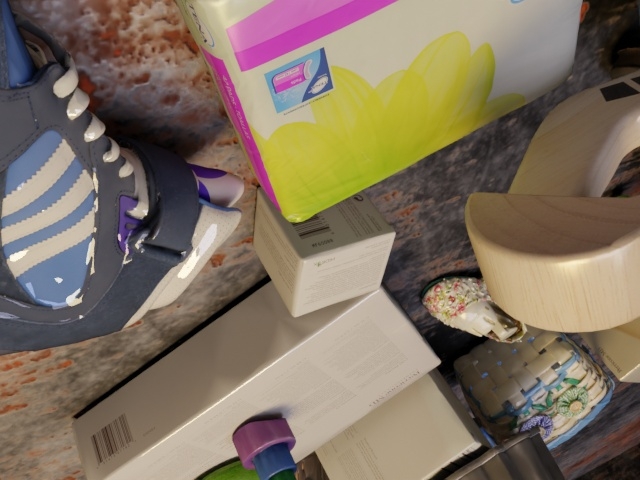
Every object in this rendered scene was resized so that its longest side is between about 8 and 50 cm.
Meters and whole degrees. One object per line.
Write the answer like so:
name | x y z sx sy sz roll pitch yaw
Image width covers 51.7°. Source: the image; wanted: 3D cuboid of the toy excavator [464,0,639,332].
toy excavator | 0.330 -0.143 0.537 0.446 0.432 0.222 -16 130 17

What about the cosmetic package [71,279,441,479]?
cosmetic package | -0.057 0.185 0.815 0.377 0.097 0.284 -35 144 3

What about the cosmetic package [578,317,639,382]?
cosmetic package | 0.631 0.102 1.209 0.113 0.160 0.309 14 122 -45

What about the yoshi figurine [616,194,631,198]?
yoshi figurine | 0.549 -0.075 0.971 0.203 0.204 0.362 -62 140 -32

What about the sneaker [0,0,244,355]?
sneaker | -0.153 -0.062 0.441 0.236 0.130 0.322 -17 138 -38

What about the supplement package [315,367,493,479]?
supplement package | 0.110 0.284 0.980 0.203 0.194 0.149 -38 146 7

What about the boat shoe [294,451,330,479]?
boat shoe | -0.028 0.383 1.078 0.117 0.123 0.324 -9 162 23

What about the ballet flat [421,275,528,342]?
ballet flat | 0.242 0.107 0.977 0.241 0.077 0.091 15 123 -46

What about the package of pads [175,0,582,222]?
package of pads | 0.061 -0.162 0.495 0.297 0.101 0.229 -28 144 -7

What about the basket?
basket | 0.380 0.275 1.175 0.255 0.201 0.289 -40 135 7

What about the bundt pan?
bundt pan | 0.228 0.422 0.973 0.331 0.124 0.330 -26 151 -16

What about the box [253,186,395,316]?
box | 0.000 0.000 0.637 0.102 0.101 0.087 -16 141 -24

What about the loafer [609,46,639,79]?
loafer | 0.415 -0.220 0.744 0.220 0.080 0.078 -14 108 -24

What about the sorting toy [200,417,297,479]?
sorting toy | -0.100 0.365 0.813 0.127 0.126 0.365 -4 138 -35
